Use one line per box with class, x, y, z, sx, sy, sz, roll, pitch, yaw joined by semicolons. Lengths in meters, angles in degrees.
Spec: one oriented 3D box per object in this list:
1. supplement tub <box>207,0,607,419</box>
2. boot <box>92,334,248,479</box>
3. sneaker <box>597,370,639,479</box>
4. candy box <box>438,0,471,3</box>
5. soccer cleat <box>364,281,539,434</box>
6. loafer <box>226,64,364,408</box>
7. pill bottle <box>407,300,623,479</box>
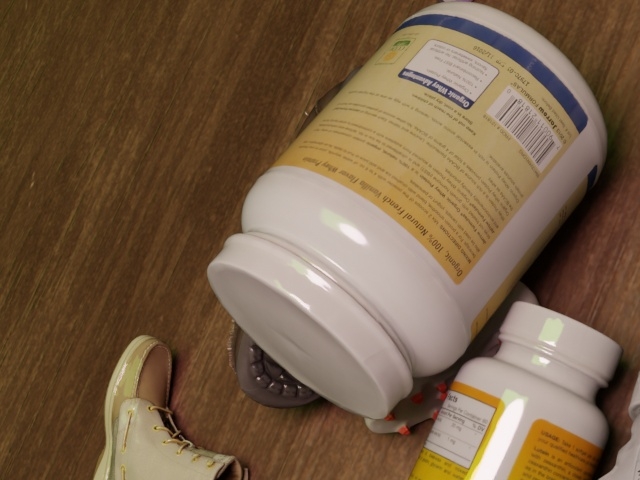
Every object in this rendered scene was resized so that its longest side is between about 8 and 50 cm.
supplement tub;0.075;-0.027;0.976;0.228;0.228;0.316;25;65;38
boot;-0.149;0.209;1.168;0.165;0.077;0.213;2;76;34
sneaker;0.247;0.168;0.836;0.210;0.137;0.366;-27;40;25
candy box;0.150;-0.368;1.227;0.165;0.070;0.196;-37;54;14
soccer cleat;0.117;0.106;1.050;0.196;0.068;0.076;-38;49;5
loafer;0.000;0.000;1.148;0.130;0.134;0.366;-13;49;58
pill bottle;0.157;0.182;0.941;0.136;0.136;0.245;21;82;37
